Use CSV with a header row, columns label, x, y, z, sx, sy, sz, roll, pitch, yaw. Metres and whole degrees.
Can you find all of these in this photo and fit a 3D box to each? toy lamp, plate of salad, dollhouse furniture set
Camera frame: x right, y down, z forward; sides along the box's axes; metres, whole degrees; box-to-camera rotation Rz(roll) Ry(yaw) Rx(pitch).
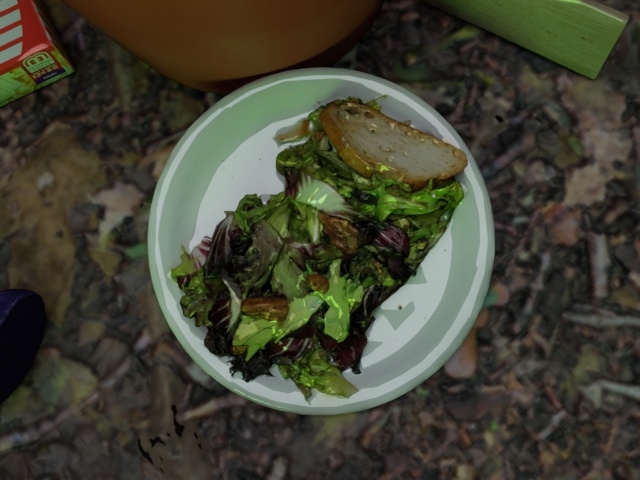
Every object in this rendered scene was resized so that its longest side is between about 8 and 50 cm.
label,x,y,z,sx,sy,sz,roll,pitch,yaw
toy lamp,-0.302,0.019,0.615,0.274,0.080,0.080,20,78,8
plate of salad,0.000,0.000,0.583,0.199,0.048,0.200,0,89,0
dollhouse furniture set,0.153,-0.214,0.604,0.123,0.144,0.151,27,65,7

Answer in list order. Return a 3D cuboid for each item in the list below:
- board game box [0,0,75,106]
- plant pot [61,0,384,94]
label,x,y,z,sx,sy,sz,roll,pitch,yaw
board game box,-0.276,-0.134,0.665,0.193,0.045,0.147,-27,74,-1
plant pot,-0.060,-0.215,0.561,0.274,0.243,0.275,-2,76,6
